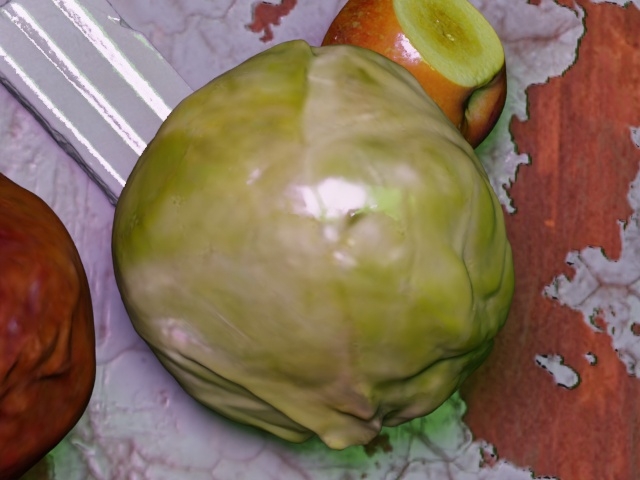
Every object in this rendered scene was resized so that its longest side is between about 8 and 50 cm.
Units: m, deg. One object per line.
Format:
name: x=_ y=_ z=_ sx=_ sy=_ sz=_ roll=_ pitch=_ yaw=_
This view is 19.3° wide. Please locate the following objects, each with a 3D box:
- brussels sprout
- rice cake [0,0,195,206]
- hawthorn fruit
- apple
brussels sprout: x=0.000 y=0.000 z=1.450 sx=0.328 sy=0.328 sz=0.247 roll=20 pitch=51 yaw=-11
rice cake: x=-0.174 y=-0.119 z=1.551 sx=0.127 sy=0.043 sz=0.237 roll=-41 pitch=92 yaw=-19
hawthorn fruit: x=-0.301 y=0.058 z=1.336 sx=0.308 sy=0.324 sz=0.308 roll=19 pitch=62 yaw=-41
apple: x=0.081 y=-0.140 z=1.563 sx=0.147 sy=0.163 sz=0.146 roll=34 pitch=53 yaw=15
